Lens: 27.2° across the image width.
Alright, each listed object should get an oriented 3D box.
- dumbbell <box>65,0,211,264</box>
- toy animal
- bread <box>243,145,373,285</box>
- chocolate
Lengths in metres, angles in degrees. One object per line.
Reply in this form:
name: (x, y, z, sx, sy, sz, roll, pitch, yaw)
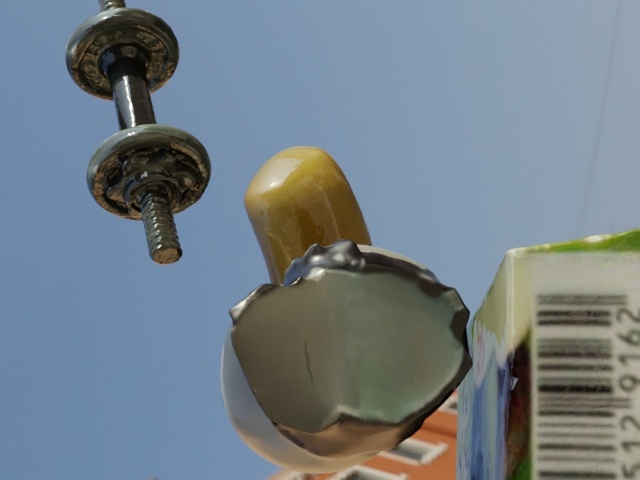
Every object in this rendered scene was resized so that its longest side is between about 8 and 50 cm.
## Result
dumbbell: (-0.122, -0.084, 0.876, 0.081, 0.081, 0.254, 67, -175, -52)
toy animal: (-0.001, 0.080, 0.890, 0.179, 0.166, 0.138, 136, 152, -64)
bread: (0.000, 0.000, 1.504, 0.147, 0.098, 0.217, -49, -51, -45)
chocolate: (0.191, 0.171, 1.081, 0.289, 0.137, 0.301, 98, 177, -68)
